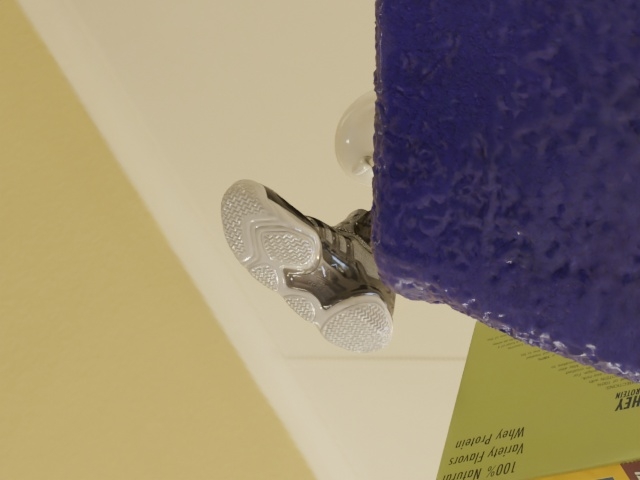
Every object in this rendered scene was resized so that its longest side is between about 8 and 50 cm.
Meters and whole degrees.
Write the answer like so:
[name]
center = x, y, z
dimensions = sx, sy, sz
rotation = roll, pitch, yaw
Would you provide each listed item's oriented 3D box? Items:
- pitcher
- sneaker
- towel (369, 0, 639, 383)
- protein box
[pitcher]
center = 0.087, -0.129, 1.226
dimensions = 0.125, 0.178, 0.207
rotation = 48, -31, -6
[sneaker]
center = 0.000, 0.000, 1.147
dimensions = 0.101, 0.153, 0.268
rotation = -23, -60, 40
[towel]
center = 0.164, -0.043, 0.376
dimensions = 0.308, 0.076, 0.227
rotation = 17, -61, 32
[protein box]
center = 0.224, 0.153, 0.783
dimensions = 0.200, 0.201, 0.136
rotation = -21, -62, 33
